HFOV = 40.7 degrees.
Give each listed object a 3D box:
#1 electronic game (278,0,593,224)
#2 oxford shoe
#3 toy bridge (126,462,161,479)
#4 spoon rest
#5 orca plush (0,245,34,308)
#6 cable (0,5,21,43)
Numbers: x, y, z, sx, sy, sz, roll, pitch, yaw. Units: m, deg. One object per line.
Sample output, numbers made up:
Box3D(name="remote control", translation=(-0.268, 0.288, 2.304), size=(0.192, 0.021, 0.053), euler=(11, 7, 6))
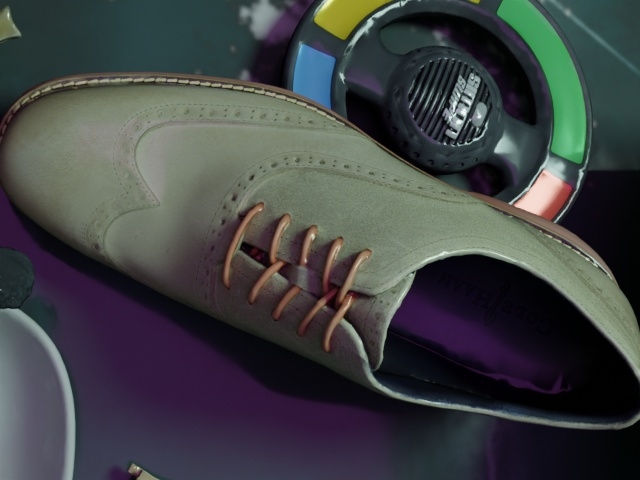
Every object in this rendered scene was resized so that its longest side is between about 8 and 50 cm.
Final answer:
Box3D(name="electronic game", translation=(0.084, -0.091, 0.596), size=(0.229, 0.048, 0.229), euler=(3, 79, -14))
Box3D(name="oxford shoe", translation=(0.000, 0.000, 0.482), size=(0.397, 0.146, 0.140), euler=(16, 103, -2))
Box3D(name="toy bridge", translation=(-0.038, 0.189, 0.526), size=(0.188, 0.026, 0.063), euler=(36, 71, -6))
Box3D(name="spoon rest", translation=(-0.177, 0.158, 0.467), size=(0.137, 0.084, 0.276), euler=(-25, 88, -17))
Box3D(name="orca plush", translation=(-0.244, 0.026, 0.425), size=(0.151, 0.287, 0.102), euler=(-4, 124, -46))
Box3D(name="cable", translation=(-0.287, -0.101, 0.454), size=(0.287, 0.139, 0.072), euler=(-22, 118, -18))
